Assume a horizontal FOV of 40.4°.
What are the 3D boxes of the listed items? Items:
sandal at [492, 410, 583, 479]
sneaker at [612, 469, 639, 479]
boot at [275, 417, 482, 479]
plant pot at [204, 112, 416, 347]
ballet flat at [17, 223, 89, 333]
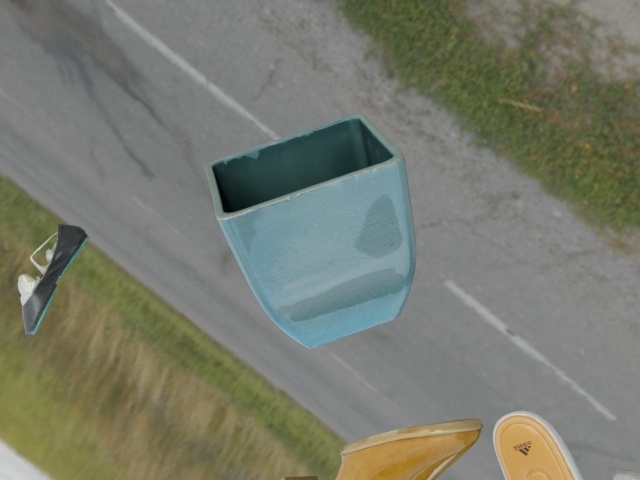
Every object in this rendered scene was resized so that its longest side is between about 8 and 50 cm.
[{"bbox_3d":[0.246,0.309,0.901,0.102,0.076,0.265,-32,86,32],"label":"sandal"},{"bbox_3d":[0.477,0.415,1.140,0.125,0.180,0.321,31,163,-9],"label":"sneaker"},{"bbox_3d":[0.056,0.294,0.782,0.104,0.211,0.295,9,147,-41],"label":"boot"},{"bbox_3d":[0.000,0.000,1.224,0.248,0.247,0.252,-117,10,-66],"label":"plant pot"},{"bbox_3d":[-0.472,0.059,1.485,0.074,0.203,0.074,22,162,8],"label":"ballet flat"}]
